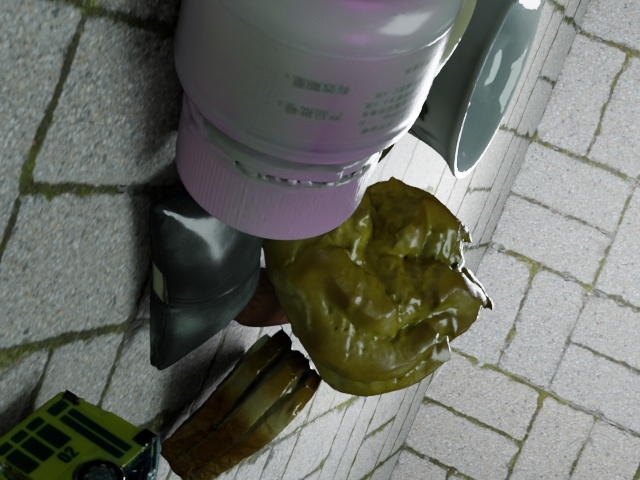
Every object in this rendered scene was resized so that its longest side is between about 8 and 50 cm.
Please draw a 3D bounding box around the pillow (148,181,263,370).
[{"bbox_3d":[-0.128,0.013,1.401,0.186,0.106,0.250,-42,151,-39],"label":"pillow"}]

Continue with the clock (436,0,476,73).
[{"bbox_3d":[0.075,-0.267,1.520,0.309,0.114,0.284,-31,149,-45],"label":"clock"}]

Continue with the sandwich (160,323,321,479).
[{"bbox_3d":[-0.073,0.197,1.705,0.254,0.099,0.288,-45,180,36],"label":"sandwich"}]

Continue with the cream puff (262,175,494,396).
[{"bbox_3d":[0.072,0.027,1.603,0.291,0.257,0.325,63,8,-67],"label":"cream puff"}]

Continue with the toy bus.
[{"bbox_3d":[-0.283,0.266,1.178,0.262,0.150,0.128,-40,152,-47],"label":"toy bus"}]

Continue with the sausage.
[{"bbox_3d":[-0.057,0.079,1.770,0.086,0.086,0.289,-68,165,6],"label":"sausage"}]

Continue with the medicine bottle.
[{"bbox_3d":[-0.017,-0.180,1.204,0.256,0.256,0.325,-53,168,-40],"label":"medicine bottle"}]

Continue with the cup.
[{"bbox_3d":[0.220,-0.288,1.994,0.347,0.163,0.347,-57,162,-31],"label":"cup"}]

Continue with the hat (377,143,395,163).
[{"bbox_3d":[0.033,-0.159,1.773,0.146,0.067,0.146,-17,147,-11],"label":"hat"}]
